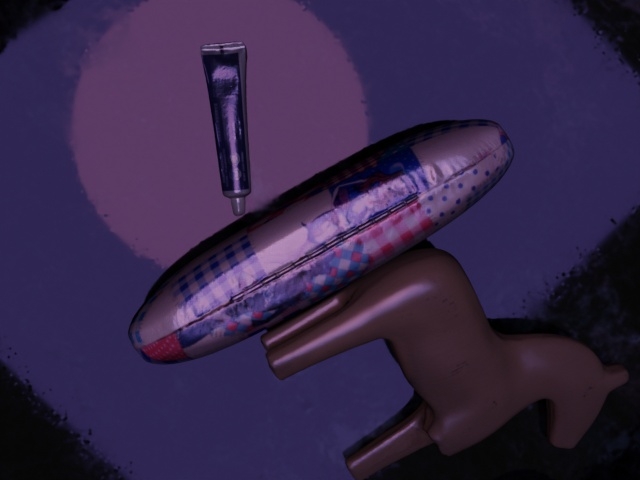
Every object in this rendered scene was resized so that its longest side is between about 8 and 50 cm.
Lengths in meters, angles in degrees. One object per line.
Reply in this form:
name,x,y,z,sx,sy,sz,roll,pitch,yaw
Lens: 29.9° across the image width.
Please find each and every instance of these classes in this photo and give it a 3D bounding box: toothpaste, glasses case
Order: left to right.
toothpaste,-0.072,-0.089,0.962,0.037,0.021,0.140,-5,94,-2
glasses case,0.000,0.000,0.922,0.327,0.125,0.076,-30,97,0

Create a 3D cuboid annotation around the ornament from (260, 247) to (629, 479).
ornament,0.111,0.107,0.962,0.245,0.061,0.230,-30,113,2
